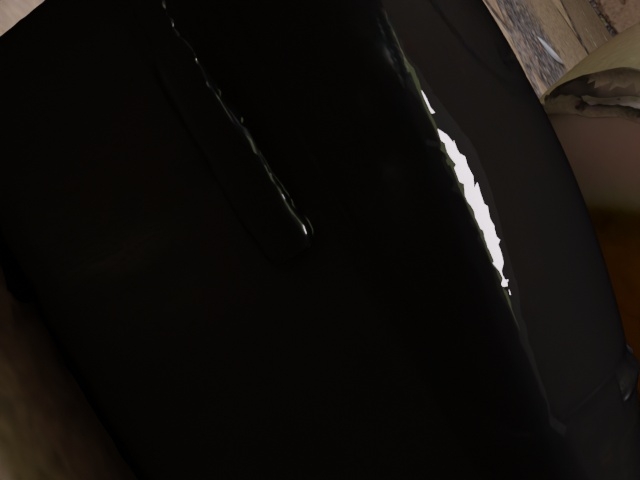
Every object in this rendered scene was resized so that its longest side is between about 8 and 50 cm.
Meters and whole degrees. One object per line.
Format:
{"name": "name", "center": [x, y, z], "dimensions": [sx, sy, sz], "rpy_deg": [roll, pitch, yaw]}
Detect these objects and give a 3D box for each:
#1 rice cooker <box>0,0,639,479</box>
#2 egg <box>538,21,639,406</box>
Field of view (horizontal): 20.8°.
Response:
{"name": "rice cooker", "center": [0.000, -0.001, 0.408], "dimensions": [0.203, 0.118, 0.142], "rpy_deg": [61, 15, 3]}
{"name": "egg", "center": [0.219, 0.015, 0.779], "dimensions": [0.174, 0.264, 0.286], "rpy_deg": [-40, 105, -32]}
